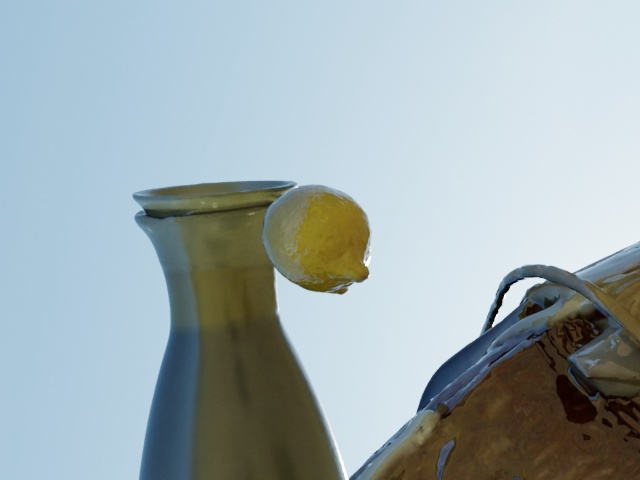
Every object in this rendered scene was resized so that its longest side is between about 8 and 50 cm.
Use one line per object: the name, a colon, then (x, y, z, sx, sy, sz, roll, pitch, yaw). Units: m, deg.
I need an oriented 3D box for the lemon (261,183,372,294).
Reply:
lemon: (0.000, 0.000, 1.174, 0.065, 0.092, 0.065, -17, -53, -24)

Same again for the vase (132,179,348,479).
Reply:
vase: (-0.064, 0.119, 1.413, 0.173, 0.173, 0.321, -11, -84, -43)

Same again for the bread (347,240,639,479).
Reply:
bread: (0.078, 0.102, 0.601, 0.212, 0.142, 0.224, -39, -18, -21)
